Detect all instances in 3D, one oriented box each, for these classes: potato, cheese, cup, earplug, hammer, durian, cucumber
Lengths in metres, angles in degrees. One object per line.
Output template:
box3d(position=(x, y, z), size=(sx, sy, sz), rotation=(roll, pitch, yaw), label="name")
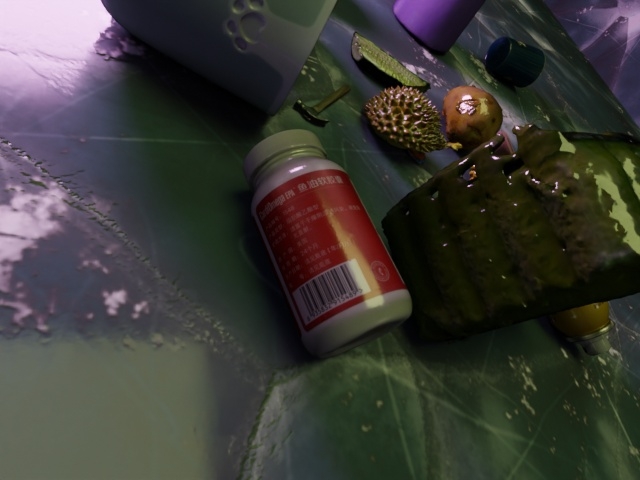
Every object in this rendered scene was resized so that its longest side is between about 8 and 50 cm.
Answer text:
box3d(position=(0.344, -0.286, 0.988), size=(0.137, 0.137, 0.176), rotation=(22, 46, -23), label="potato")
box3d(position=(0.190, -0.198, 0.882), size=(0.047, 0.017, 0.111), rotation=(16, 50, -31), label="cheese")
box3d(position=(-0.105, -0.393, 0.577), size=(0.274, 0.357, 0.259), rotation=(25, 4, -16), label="cup")
box3d(position=(0.408, -0.755, 1.145), size=(0.215, 0.456, 0.215), rotation=(20, 46, -22), label="earplug")
box3d(position=(0.640, -0.613, 1.467), size=(0.155, 0.131, 0.176), rotation=(10, 24, -27), label="cup")
box3d(position=(0.018, -0.256, 0.796), size=(0.062, 0.017, 0.182), rotation=(44, 42, -3), label="hammer")
box3d(position=(0.184, -0.223, 0.821), size=(0.208, 0.102, 0.147), rotation=(26, 41, -6), label="durian")
box3d(position=(0.154, -0.375, 0.968), size=(0.219, 0.046, 0.071), rotation=(26, 49, -17), label="cucumber")

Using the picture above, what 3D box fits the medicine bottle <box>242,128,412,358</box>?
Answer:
box3d(position=(0.000, 0.000, 0.508), size=(0.131, 0.131, 0.250), rotation=(-6, 63, -40), label="medicine bottle")

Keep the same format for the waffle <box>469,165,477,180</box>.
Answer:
box3d(position=(0.421, -0.078, 0.946), size=(0.231, 0.051, 0.229), rotation=(-4, 64, -38), label="waffle")

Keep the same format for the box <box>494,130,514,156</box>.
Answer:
box3d(position=(0.456, -0.221, 1.077), size=(0.025, 0.048, 0.115), rotation=(17, 49, -22), label="box")

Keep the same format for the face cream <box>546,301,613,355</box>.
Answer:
box3d(position=(0.429, 0.044, 0.799), size=(0.105, 0.105, 0.349), rotation=(-22, 83, -44), label="face cream")

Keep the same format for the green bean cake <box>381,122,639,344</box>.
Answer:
box3d(position=(0.295, 0.000, 0.600), size=(0.318, 0.335, 0.218), rotation=(0, 69, -40), label="green bean cake")
